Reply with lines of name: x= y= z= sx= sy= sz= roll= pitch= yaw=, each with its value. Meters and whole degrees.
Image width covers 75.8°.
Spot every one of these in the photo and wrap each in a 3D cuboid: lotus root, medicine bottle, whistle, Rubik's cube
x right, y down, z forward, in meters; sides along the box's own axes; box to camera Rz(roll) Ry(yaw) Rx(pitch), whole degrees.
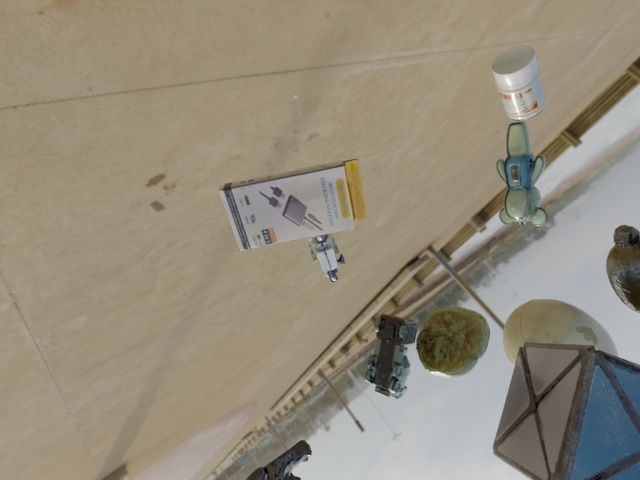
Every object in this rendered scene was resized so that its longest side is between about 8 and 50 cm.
lotus root: x=0.602 y=0.054 z=0.767 sx=0.113 sy=0.192 sz=0.088 roll=-26 pitch=-163 yaw=29
medicine bottle: x=0.282 y=-0.221 z=0.582 sx=0.057 sy=0.057 sz=0.089 roll=-41 pitch=133 yaw=5
whistle: x=0.449 y=-0.145 z=0.919 sx=0.077 sy=0.235 sz=0.114 roll=-15 pitch=-168 yaw=-32
Rubik's cube: x=0.508 y=0.345 z=0.749 sx=0.255 sy=0.259 sz=0.260 roll=101 pitch=8 yaw=-76

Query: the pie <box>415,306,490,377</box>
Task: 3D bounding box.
pie: x=0.385 y=0.292 z=1.213 sx=0.240 sy=0.054 sz=0.240 roll=-38 pitch=-150 yaw=27

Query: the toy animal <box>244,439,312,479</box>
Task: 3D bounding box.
toy animal: x=0.005 y=0.295 z=0.366 sx=0.117 sy=0.210 sz=0.121 roll=-58 pitch=156 yaw=-4

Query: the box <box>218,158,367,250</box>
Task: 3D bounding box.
box: x=-0.045 y=-0.062 z=0.733 sx=0.247 sy=0.033 sz=0.129 roll=-11 pitch=119 yaw=5

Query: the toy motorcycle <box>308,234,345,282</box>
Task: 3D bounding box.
toy motorcycle: x=0.000 y=0.000 z=1.009 sx=0.074 sy=0.151 sz=0.228 roll=-21 pitch=138 yaw=0

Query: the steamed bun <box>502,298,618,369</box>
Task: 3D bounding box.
steamed bun: x=0.806 y=0.373 z=1.393 sx=0.333 sy=0.374 sz=0.334 roll=-56 pitch=-175 yaw=8

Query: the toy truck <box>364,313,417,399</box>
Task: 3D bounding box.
toy truck: x=0.227 y=0.358 z=1.259 sx=0.140 sy=0.108 sz=0.256 roll=13 pitch=86 yaw=-47
